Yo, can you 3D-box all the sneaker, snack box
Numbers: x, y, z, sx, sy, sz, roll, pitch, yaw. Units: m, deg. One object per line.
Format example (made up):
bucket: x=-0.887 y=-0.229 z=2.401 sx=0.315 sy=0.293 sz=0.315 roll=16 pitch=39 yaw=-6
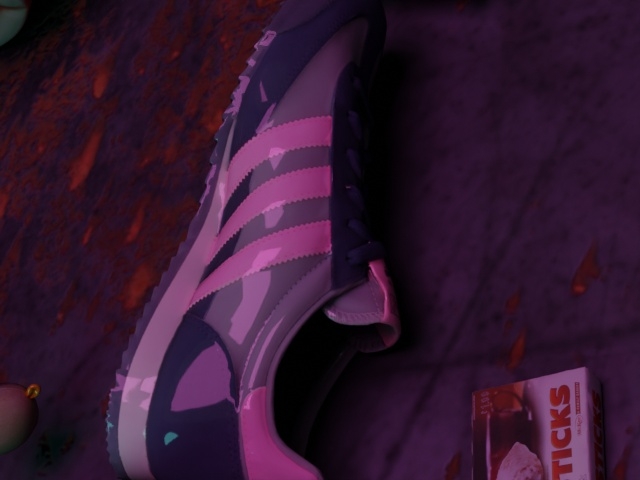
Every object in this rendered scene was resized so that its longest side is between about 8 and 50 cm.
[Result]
sneaker: x=0.000 y=0.000 z=0.957 sx=0.131 sy=0.112 sz=0.319 roll=13 pitch=74 yaw=23
snack box: x=0.105 y=0.149 z=0.826 sx=0.064 sy=0.022 sz=0.178 roll=-15 pitch=55 yaw=28

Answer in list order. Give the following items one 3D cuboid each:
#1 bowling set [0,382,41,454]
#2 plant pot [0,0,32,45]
bowling set: x=-0.299 y=0.132 z=1.083 sx=0.287 sy=0.154 sz=0.200 roll=-43 pitch=28 yaw=9
plant pot: x=-0.301 y=-0.277 z=1.247 sx=0.275 sy=0.275 sz=0.243 roll=-12 pitch=68 yaw=31
